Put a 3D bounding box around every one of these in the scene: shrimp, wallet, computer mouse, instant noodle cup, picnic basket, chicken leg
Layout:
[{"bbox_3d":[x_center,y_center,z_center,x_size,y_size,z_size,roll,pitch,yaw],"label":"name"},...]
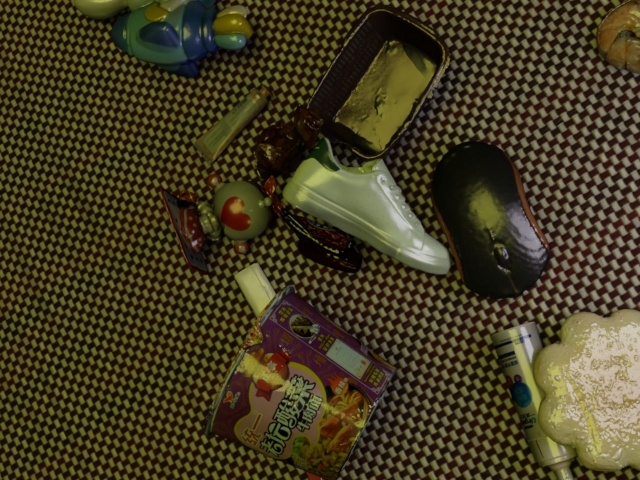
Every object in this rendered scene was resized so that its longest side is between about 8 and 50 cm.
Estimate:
[{"bbox_3d":[0.678,-0.385,1.754,0.289,0.075,0.178,21,87,31],"label":"shrimp"},{"bbox_3d":[-0.129,0.112,1.950,0.061,0.025,0.122,-32,75,4],"label":"wallet"},{"bbox_3d":[0.323,-0.042,1.789,0.182,0.116,0.323,-24,77,16],"label":"computer mouse"},{"bbox_3d":[-0.027,0.289,1.755,0.265,0.340,0.340,29,92,10],"label":"instant noodle cup"},{"bbox_3d":[0.126,-0.307,1.871,0.222,0.129,0.297,35,95,16],"label":"picnic basket"},{"bbox_3d":[-0.058,-0.198,1.851,0.093,0.304,0.113,-11,87,-22],"label":"chicken leg"}]

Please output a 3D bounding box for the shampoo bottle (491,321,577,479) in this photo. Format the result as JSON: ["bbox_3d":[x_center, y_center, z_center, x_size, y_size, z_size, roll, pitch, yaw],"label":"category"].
[{"bbox_3d":[0.411,0.309,1.730,0.092,0.092,0.304,-19,79,14],"label":"shampoo bottle"}]

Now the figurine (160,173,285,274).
[{"bbox_3d":[-0.187,-0.060,1.932,0.226,0.160,0.184,-23,78,5],"label":"figurine"}]

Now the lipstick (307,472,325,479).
[{"bbox_3d":[0.037,0.589,1.830,0.051,0.051,0.312,-25,75,13],"label":"lipstick"}]

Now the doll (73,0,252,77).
[{"bbox_3d":[-0.332,-0.507,2.001,0.376,0.187,0.366,-39,66,28],"label":"doll"}]

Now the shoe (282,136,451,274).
[{"bbox_3d":[0.117,-0.072,1.797,0.362,0.132,0.160,27,100,-7],"label":"shoe"}]

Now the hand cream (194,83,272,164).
[{"bbox_3d":[-0.187,-0.256,2.007,0.209,0.043,0.067,-42,72,14],"label":"hand cream"}]

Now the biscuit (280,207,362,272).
[{"bbox_3d":[0.006,0.003,1.817,0.151,0.235,0.063,21,82,14],"label":"biscuit"}]

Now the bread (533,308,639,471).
[{"bbox_3d":[0.540,0.271,1.674,0.315,0.054,0.316,0,78,-2],"label":"bread"}]
